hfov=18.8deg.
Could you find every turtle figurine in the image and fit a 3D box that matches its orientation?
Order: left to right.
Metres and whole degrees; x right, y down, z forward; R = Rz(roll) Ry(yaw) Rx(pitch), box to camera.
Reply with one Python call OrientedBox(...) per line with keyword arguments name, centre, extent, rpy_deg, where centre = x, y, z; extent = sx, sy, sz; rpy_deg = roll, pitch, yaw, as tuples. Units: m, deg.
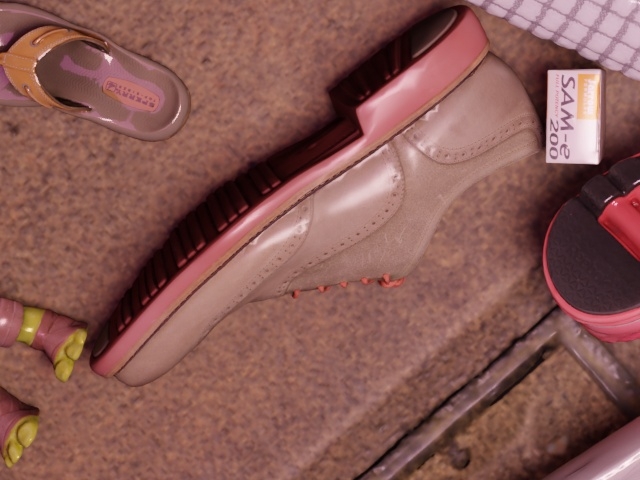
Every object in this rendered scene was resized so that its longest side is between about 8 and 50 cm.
OrientedBox(name="turtle figurine", centre=(-0.282, 0.064, 1.303), extent=(0.217, 0.087, 0.269), rpy_deg=(31, 78, -13))

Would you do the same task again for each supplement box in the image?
OrientedBox(name="supplement box", centre=(0.171, -0.084, 1.286), extent=(0.036, 0.098, 0.062), rpy_deg=(1, 94, 10))

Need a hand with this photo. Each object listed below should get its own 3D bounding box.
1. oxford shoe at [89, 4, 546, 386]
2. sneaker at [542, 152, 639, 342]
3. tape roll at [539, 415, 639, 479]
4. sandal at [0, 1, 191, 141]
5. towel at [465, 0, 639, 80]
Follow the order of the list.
OrientedBox(name="oxford shoe", centre=(0.000, 0.000, 1.288), extent=(0.348, 0.123, 0.130), rpy_deg=(-39, 107, 7))
OrientedBox(name="sneaker", centre=(0.280, -0.046, 1.290), extent=(0.314, 0.136, 0.116), rpy_deg=(-38, 64, -2))
OrientedBox(name="tape roll", centre=(0.233, 0.242, 1.252), extent=(0.169, 0.246, 0.246), rpy_deg=(-34, 95, 3))
OrientedBox(name="sandal", centre=(-0.175, -0.113, 1.306), extent=(0.180, 0.049, 0.072), rpy_deg=(18, 96, -3))
OrientedBox(name="towel", centre=(0.188, -0.269, 1.237), extent=(0.235, 0.121, 0.283), rpy_deg=(26, 114, -2))
